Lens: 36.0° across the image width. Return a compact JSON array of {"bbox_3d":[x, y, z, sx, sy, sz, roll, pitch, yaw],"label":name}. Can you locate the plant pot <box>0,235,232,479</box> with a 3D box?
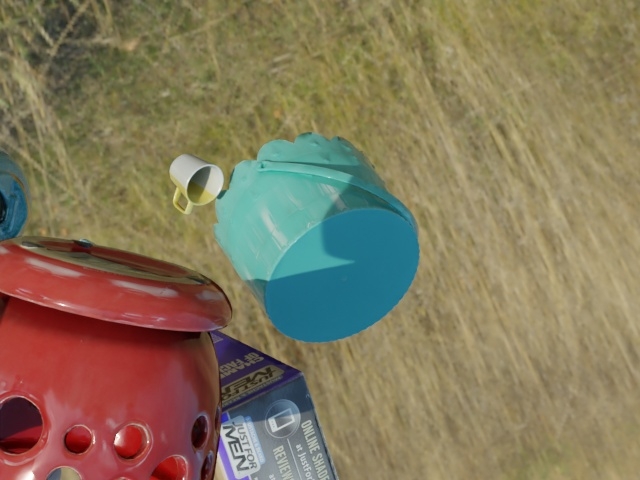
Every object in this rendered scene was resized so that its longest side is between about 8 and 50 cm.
[{"bbox_3d":[-0.152,0.095,0.653,0.191,0.174,0.191,14,-178,0],"label":"plant pot"}]

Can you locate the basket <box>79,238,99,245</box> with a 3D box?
[{"bbox_3d":[-0.327,0.160,1.346,0.254,0.289,0.201,28,156,-20],"label":"basket"}]

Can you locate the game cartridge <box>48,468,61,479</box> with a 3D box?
[{"bbox_3d":[-0.442,0.300,1.077,0.294,0.060,0.196,-12,-162,16],"label":"game cartridge"}]

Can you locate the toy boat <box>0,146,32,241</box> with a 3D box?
[{"bbox_3d":[-0.493,0.018,1.414,0.148,0.318,0.267,12,-175,10],"label":"toy boat"}]

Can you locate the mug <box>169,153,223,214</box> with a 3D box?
[{"bbox_3d":[-0.183,-0.085,1.371,0.078,0.064,0.062,-46,141,-10],"label":"mug"}]

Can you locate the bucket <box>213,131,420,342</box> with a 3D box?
[{"bbox_3d":[0.000,0.000,1.426,0.281,0.183,0.281,-16,133,-18],"label":"bucket"}]

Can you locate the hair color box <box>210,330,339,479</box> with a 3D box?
[{"bbox_3d":[-0.103,0.203,1.021,0.110,0.185,0.339,-23,-166,-24],"label":"hair color box"}]
